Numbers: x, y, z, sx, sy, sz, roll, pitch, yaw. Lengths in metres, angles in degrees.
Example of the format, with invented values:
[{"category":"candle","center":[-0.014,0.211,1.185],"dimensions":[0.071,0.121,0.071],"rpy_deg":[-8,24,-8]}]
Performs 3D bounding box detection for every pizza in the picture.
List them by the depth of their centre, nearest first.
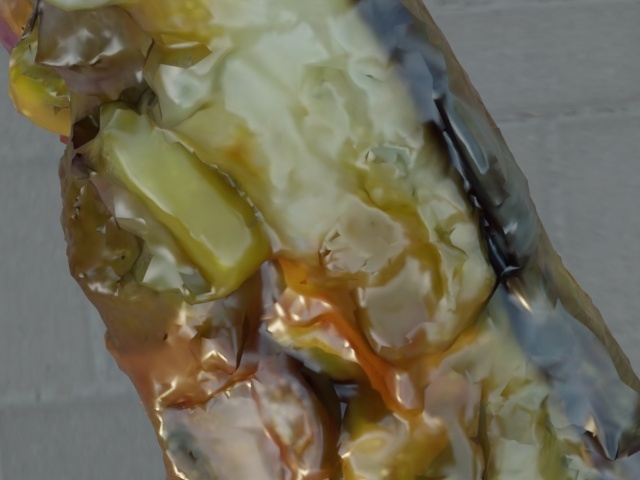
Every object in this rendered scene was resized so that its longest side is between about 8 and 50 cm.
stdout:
[{"category":"pizza","center":[0.000,0.000,0.534],"dimensions":[0.114,0.409,0.277],"rpy_deg":[-27,80,2]}]
